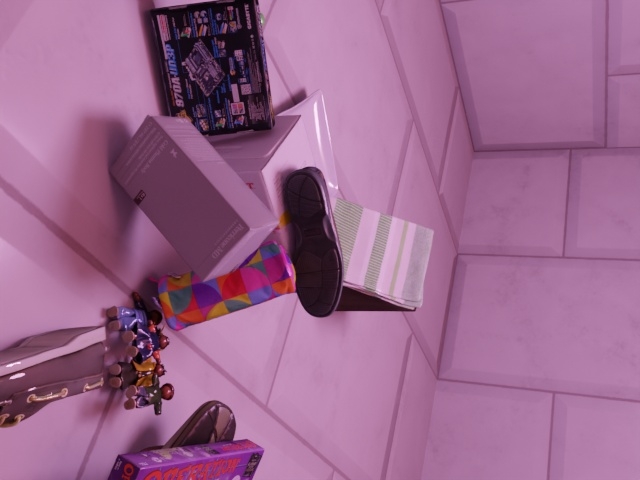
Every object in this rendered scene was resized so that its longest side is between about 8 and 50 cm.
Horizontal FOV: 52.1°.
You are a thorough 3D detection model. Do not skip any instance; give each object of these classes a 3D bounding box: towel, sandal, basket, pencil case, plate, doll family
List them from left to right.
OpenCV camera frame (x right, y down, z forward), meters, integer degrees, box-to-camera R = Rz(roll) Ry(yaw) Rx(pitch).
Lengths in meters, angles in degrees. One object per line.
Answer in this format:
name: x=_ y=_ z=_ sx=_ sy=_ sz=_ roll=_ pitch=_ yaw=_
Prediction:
doll family: x=-0.280 y=0.178 z=1.041 sx=0.111 sy=0.076 sz=0.192 roll=8 pitch=81 yaw=-61
sandal: x=-0.260 y=0.380 z=1.061 sx=0.303 sy=0.086 sz=0.120 roll=-41 pitch=124 yaw=-38
pencil case: x=-0.159 y=0.074 z=1.095 sx=0.104 sy=0.237 sz=0.104 roll=163 pitch=-90 yaw=-87
plate: x=-0.045 y=-0.194 z=1.571 sx=0.277 sy=0.045 sz=0.277 roll=-49 pitch=134 yaw=-54
towel: x=0.124 y=0.024 z=1.682 sx=0.038 sy=0.325 sz=0.247 roll=120 pitch=-13 yaw=-61
basket: x=0.154 y=0.113 z=1.773 sx=0.154 sy=0.227 sz=0.204 roll=67 pitch=33 yaw=-79

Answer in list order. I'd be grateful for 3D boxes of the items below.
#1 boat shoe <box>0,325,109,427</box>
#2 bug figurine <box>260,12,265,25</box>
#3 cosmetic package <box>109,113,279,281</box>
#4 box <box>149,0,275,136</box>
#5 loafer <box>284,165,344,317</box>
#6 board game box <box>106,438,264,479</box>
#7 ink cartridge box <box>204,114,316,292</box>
boat shoe: x=-0.369 y=0.176 z=0.795 sx=0.305 sy=0.109 sz=0.091 roll=-15 pitch=101 yaw=-69
bug figurine: x=-0.176 y=-0.449 z=1.234 sx=0.216 sy=0.072 sz=0.278 roll=-58 pitch=142 yaw=-49
cosmetic package: x=-0.193 y=-0.066 z=1.004 sx=0.127 sy=0.238 sz=0.107 roll=-48 pitch=166 yaw=22
box: x=-0.178 y=-0.288 z=1.109 sx=0.051 sy=0.175 sz=0.220 roll=-84 pitch=167 yaw=-71
loafer: x=0.000 y=0.000 z=1.153 sx=0.084 sy=0.096 sz=0.267 roll=-42 pitch=128 yaw=-65
board game box: x=-0.218 y=0.411 z=0.984 sx=0.347 sy=0.056 sz=0.208 roll=28 pitch=80 yaw=-64
ink cartridge box: x=-0.121 y=-0.069 z=1.226 sx=0.197 sy=0.198 sz=0.269 roll=-61 pitch=145 yaw=-45
